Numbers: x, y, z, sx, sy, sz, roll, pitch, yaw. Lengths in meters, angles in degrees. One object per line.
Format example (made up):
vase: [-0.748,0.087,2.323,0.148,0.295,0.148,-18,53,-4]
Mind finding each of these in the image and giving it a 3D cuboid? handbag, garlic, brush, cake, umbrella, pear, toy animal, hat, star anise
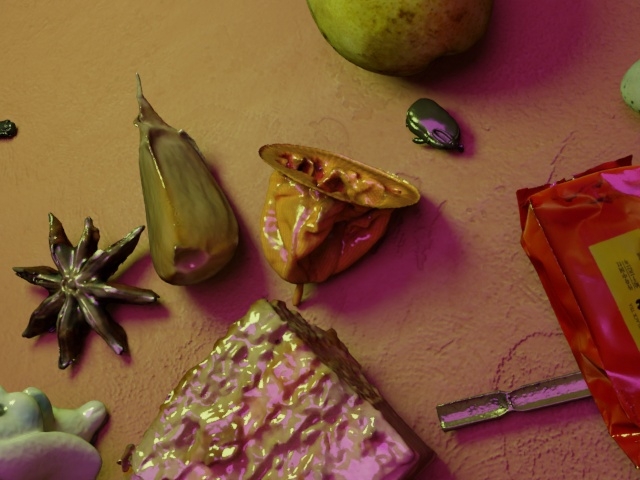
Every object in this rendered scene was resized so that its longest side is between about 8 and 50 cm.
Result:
handbag: [0.181,-0.177,1.551,0.072,0.047,0.111,-45,65,-5]
garlic: [-0.224,-0.085,1.583,0.151,0.196,0.339,-14,66,-3]
brush: [0.289,0.227,1.396,0.248,0.036,0.043,-17,68,13]
cake: [-0.039,0.292,1.352,0.307,0.293,0.314,40,93,19]
umbrella: [-0.631,-0.207,1.839,0.133,0.031,0.036,-2,75,17]
pear: [0.129,-0.401,1.510,0.303,0.304,0.304,-5,72,17]
toy animal: [-0.486,0.317,1.513,0.249,0.289,0.174,-12,71,36]
hat: [0.000,0.000,1.522,0.233,0.244,0.233,46,125,52]
star anise: [-0.398,0.073,1.642,0.288,0.088,0.288,0,89,17]

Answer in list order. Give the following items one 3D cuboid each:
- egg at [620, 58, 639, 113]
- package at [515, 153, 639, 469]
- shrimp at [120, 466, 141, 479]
egg: [0.518,-0.228,1.414,0.164,0.131,0.131,9,76,29]
package: [0.423,0.094,1.325,0.196,0.123,0.424,-20,68,-4]
shrimp: [-0.236,0.403,1.516,0.166,0.049,0.161,33,84,16]
